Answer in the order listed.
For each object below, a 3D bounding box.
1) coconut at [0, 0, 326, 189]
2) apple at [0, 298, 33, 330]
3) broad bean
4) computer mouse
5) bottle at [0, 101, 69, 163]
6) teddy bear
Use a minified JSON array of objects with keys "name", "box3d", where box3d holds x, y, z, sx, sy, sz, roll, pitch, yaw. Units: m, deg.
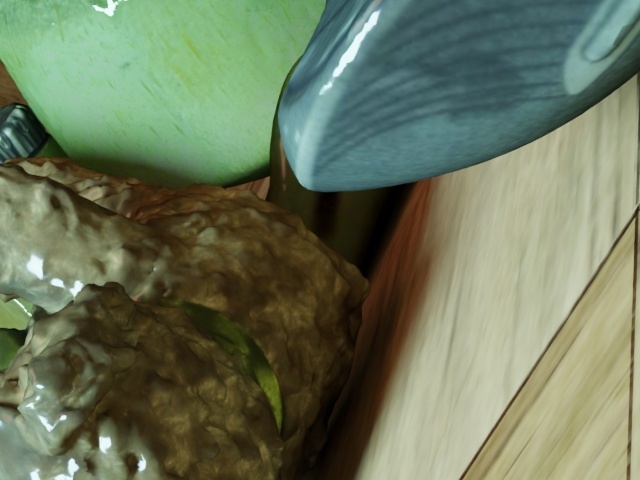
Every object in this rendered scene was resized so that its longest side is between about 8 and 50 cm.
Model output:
[{"name":"coconut","box3d":[-0.084,-0.177,1.406,0.281,0.328,0.328,-16,37,32]},{"name":"apple","box3d":[-0.196,0.095,1.266,0.254,0.292,0.292,2,65,58]},{"name":"broad bean","box3d":[-0.003,-0.001,1.031,0.153,0.072,0.206,-68,-6,-51]},{"name":"computer mouse","box3d":[0.103,-0.137,0.502,0.379,0.090,0.167,-52,13,42]},{"name":"bottle","box3d":[-0.174,0.014,1.448,0.112,0.260,0.112,-31,22,14]},{"name":"teddy bear","box3d":[-0.104,0.078,0.848,0.296,0.246,0.222,-2,22,46]}]
